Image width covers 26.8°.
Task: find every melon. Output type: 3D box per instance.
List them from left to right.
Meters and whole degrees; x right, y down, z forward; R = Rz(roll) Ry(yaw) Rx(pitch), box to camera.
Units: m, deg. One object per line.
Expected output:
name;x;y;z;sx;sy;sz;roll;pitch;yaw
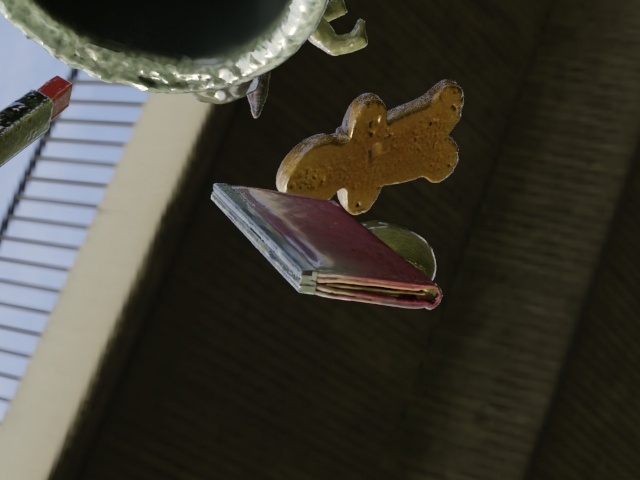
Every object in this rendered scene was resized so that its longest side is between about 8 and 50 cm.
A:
melon;0.083;0.025;1.674;0.130;0.098;0.098;21;-102;-24

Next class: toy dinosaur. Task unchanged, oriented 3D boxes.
toy dinosaur;-0.054;-0.273;1.439;0.077;0.162;0.294;92;164;-57

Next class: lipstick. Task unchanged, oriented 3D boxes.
lipstick;-0.352;-0.102;1.446;0.312;0.051;0.051;-51;-18;-54

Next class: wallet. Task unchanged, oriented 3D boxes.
wallet;0.000;0.000;1.074;0.119;0.232;0.025;7;-74;-23

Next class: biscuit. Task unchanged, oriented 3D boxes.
biscuit;0.069;-0.126;1.855;0.301;0.049;0.197;-21;-45;-26

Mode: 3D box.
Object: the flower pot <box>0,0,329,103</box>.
flower pot;-0.065;-0.268;0.888;0.299;0.299;0.283;56;-147;-39
